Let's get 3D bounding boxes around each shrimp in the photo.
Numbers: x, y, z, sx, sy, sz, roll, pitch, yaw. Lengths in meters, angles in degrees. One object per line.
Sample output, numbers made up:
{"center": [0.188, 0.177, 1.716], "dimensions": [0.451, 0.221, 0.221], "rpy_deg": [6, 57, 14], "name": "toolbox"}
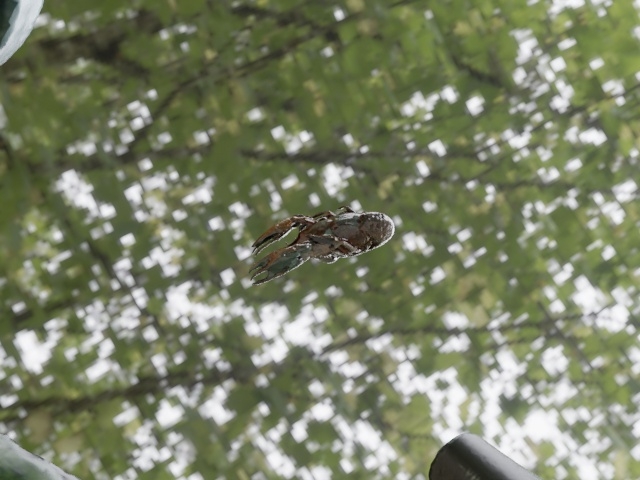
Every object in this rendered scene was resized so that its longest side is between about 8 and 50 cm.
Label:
{"center": [-0.003, -0.001, 0.924], "dimensions": [0.038, 0.092, 0.029], "rpy_deg": [-122, -158, -44], "name": "shrimp"}

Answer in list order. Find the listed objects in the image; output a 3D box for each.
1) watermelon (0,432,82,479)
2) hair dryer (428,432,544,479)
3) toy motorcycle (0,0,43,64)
{"center": [-0.150, 0.100, 0.463], "dimensions": [0.245, 0.063, 0.119], "rpy_deg": [3, -45, 11], "name": "watermelon"}
{"center": [0.091, 0.264, 0.929], "dimensions": [0.235, 0.272, 0.091], "rpy_deg": [39, -3, 41], "name": "hair dryer"}
{"center": [-0.230, -0.176, 0.541], "dimensions": [0.319, 0.182, 0.241], "rpy_deg": [7, -91, 16], "name": "toy motorcycle"}
